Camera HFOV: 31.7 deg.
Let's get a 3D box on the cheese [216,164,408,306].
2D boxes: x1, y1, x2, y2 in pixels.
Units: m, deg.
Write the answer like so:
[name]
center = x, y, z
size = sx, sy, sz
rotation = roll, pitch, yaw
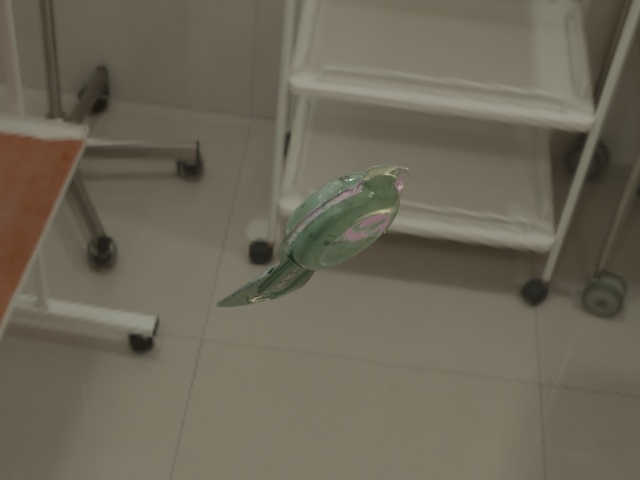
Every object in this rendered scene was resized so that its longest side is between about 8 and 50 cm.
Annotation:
[cheese]
center = 0.000, 0.000, 0.563
size = 0.067, 0.120, 0.026
rotation = -7, 62, -47
